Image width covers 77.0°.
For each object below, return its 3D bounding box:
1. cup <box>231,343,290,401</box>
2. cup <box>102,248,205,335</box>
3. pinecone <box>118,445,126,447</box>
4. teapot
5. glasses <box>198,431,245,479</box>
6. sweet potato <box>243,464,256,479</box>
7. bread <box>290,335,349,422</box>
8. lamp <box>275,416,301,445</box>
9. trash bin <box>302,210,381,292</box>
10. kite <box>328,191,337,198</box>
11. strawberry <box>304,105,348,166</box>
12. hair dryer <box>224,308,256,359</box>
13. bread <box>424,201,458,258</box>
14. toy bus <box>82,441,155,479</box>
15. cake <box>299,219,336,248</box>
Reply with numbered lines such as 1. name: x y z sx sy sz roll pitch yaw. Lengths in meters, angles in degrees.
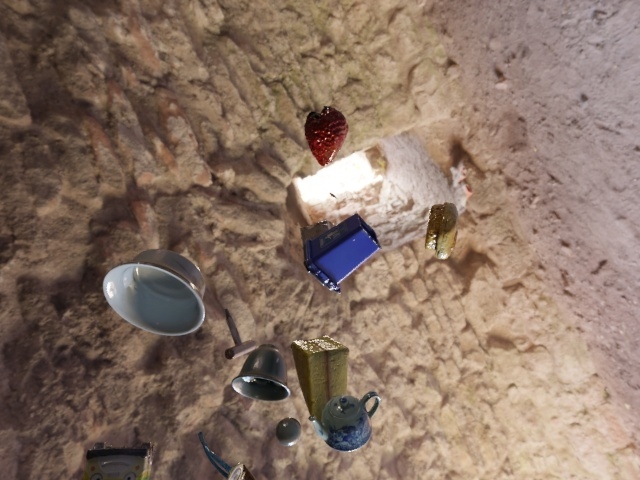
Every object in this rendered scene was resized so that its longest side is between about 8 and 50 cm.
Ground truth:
1. cup: -0.190 0.440 1.380 0.150 0.199 0.199 -81 -27 -43
2. cup: -0.547 0.160 1.409 0.163 0.347 0.347 -77 -32 -51
3. pinecone: -0.619 0.673 1.239 0.077 0.083 0.077 -3 -86 -61
4. teapot: 0.077 0.524 1.204 0.159 0.232 0.159 164 90 -72
5. glasses: -0.344 0.770 1.425 0.220 0.088 0.189 44 149 32
6. sweet potato: -0.261 1.020 1.558 0.067 0.059 0.281 -16 74 54
7. bread: -0.004 0.689 1.990 0.245 0.233 0.362 3 94 63
8. lamp: -0.123 0.740 1.559 0.105 0.105 0.105 -24 -90 -86
9. trash bin: 0.075 0.038 1.326 0.184 0.234 0.162 45 -162 -26
10. kite: 0.041 -0.184 1.626 0.044 0.002 0.078 44 166 -33
11. strawberry: 0.022 -0.288 1.103 0.131 0.131 0.148 -65 -47 -84
12. hair dryer: -0.389 0.419 1.856 0.195 0.053 0.220 8 -117 -70
13. bread: 0.483 -0.045 1.597 0.236 0.120 0.198 -62 -23 -55
14. toy bus: -0.527 0.629 1.051 0.305 0.143 0.179 123 151 -56
15. cake: 0.000 0.000 1.591 0.147 0.135 0.134 11 -114 -76
